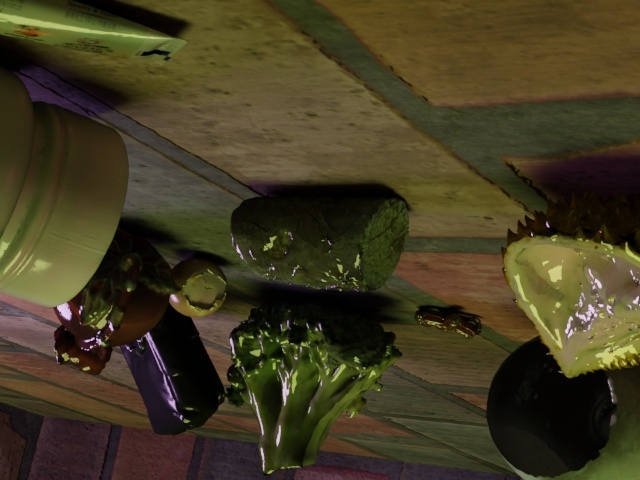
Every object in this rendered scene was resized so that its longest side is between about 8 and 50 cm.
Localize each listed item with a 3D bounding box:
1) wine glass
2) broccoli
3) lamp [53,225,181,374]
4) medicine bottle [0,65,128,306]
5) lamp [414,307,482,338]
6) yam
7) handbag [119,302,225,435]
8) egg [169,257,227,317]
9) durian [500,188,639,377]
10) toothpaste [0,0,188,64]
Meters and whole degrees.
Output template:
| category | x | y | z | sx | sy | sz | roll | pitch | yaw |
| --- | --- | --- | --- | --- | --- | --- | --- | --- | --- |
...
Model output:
| category | x | y | z | sx | sy | sz | roll | pitch | yaw |
| --- | --- | --- | --- | --- | --- | --- | --- | --- | --- |
| wine glass | 0.360 | 0.227 | 1.777 | 0.238 | 0.238 | 0.323 | 1 | 172 | 37 |
| broccoli | -0.012 | 0.205 | 1.943 | 0.248 | 0.245 | 0.288 | 3 | 171 | -2 |
| lamp | -0.282 | 0.056 | 1.798 | 0.223 | 0.215 | 0.151 | -29 | 127 | 35 |
| medicine bottle | -0.377 | -0.079 | 1.228 | 0.379 | 0.213 | 0.213 | 22 | 162 | -33 |
| lamp | 0.165 | 0.107 | 1.860 | 0.083 | 0.031 | 0.063 | 3 | 162 | 42 |
| yam | 0.000 | 0.000 | 1.458 | 0.183 | 0.107 | 0.107 | 4 | 164 | 34 |
| handbag | -0.238 | 0.167 | 2.078 | 0.088 | 0.244 | 0.275 | -26 | 177 | -17 |
| egg | -0.166 | 0.061 | 1.853 | 0.080 | 0.080 | 0.096 | 19 | 180 | -25 |
| durian | 0.268 | 0.020 | 1.257 | 0.183 | 0.138 | 0.250 | 46 | 162 | 5 |
| toothpaste | -0.260 | -0.183 | 1.072 | 0.314 | 0.058 | 0.056 | 13 | 122 | -20 |
